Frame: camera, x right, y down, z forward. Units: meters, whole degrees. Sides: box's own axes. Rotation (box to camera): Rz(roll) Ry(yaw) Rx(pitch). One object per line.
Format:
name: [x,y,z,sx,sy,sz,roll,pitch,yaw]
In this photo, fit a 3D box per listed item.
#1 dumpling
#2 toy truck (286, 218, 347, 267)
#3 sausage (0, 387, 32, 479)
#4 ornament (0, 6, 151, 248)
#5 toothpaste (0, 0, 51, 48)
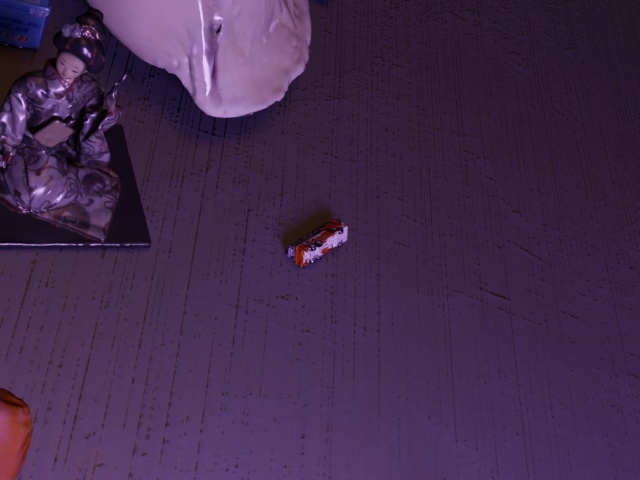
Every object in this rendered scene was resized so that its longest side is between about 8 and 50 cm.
dumpling: [-0.126,-0.331,1.095,0.315,0.233,0.395,-23,81,-43]
toy truck: [0.000,0.000,1.024,0.032,0.024,0.083,25,40,34]
sausage: [-0.316,0.168,0.645,0.259,0.113,0.113,-19,65,-38]
ornament: [-0.222,-0.109,0.870,0.166,0.196,0.153,-2,54,-29]
toothpaste: [-0.412,-0.257,0.974,0.272,0.066,0.053,10,49,-23]
